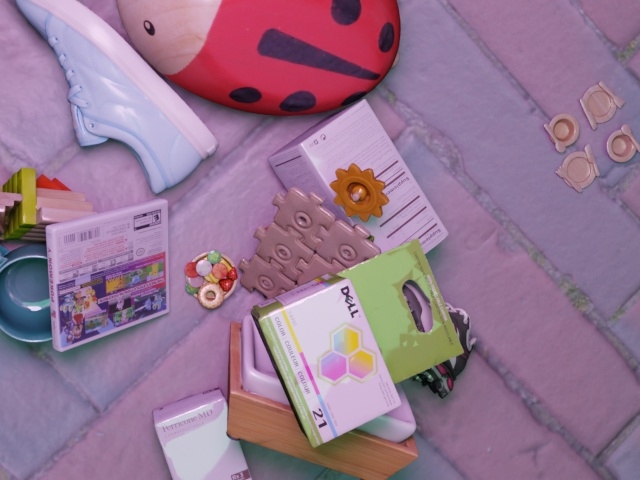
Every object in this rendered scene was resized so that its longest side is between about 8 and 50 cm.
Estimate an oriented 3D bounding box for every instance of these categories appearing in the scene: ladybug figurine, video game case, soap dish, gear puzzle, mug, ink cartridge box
[{"bbox_3d":[-0.059,-0.303,1.283,0.450,0.162,0.305,7,125,-32],"label":"ladybug figurine"},{"bbox_3d":[-0.300,0.046,1.318,0.201,0.023,0.183,-19,118,-47],"label":"video game case"},{"bbox_3d":[-0.011,0.238,1.378,0.291,0.229,0.118,22,106,-13],"label":"soap dish"},{"bbox_3d":[0.000,0.000,1.332,0.175,0.339,0.044,36,45,5],"label":"gear puzzle"},{"bbox_3d":[-0.416,0.059,1.326,0.130,0.097,0.157,-13,107,-12],"label":"mug"},{"bbox_3d":[0.061,0.128,1.219,0.255,0.097,0.188,-24,97,-9],"label":"ink cartridge box"}]

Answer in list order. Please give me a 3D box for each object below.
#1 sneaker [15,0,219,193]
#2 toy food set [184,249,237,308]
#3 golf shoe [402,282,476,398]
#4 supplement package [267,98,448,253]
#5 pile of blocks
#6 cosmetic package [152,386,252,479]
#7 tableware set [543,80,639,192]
[{"bbox_3d":[-0.321,-0.215,1.318,0.366,0.135,0.150,44,82,-10],"label":"sneaker"},{"bbox_3d":[-0.170,0.058,1.426,0.083,0.020,0.082,-44,101,-6],"label":"toy food set"},{"bbox_3d":[0.165,0.129,1.423,0.120,0.105,0.272,-46,141,-15],"label":"golf shoe"},{"bbox_3d":[0.056,-0.067,1.394,0.134,0.139,0.244,-37,102,-22],"label":"supplement package"},{"bbox_3d":[-0.500,-0.060,1.284,0.363,0.149,0.112,-3,75,-14],"label":"pile of blocks"},{"bbox_3d":[-0.170,0.357,1.415,0.117,0.085,0.231,-20,99,-10],"label":"cosmetic package"},{"bbox_3d":[0.456,-0.174,1.542,0.169,0.020,0.141,-34,100,-8],"label":"tableware set"}]
